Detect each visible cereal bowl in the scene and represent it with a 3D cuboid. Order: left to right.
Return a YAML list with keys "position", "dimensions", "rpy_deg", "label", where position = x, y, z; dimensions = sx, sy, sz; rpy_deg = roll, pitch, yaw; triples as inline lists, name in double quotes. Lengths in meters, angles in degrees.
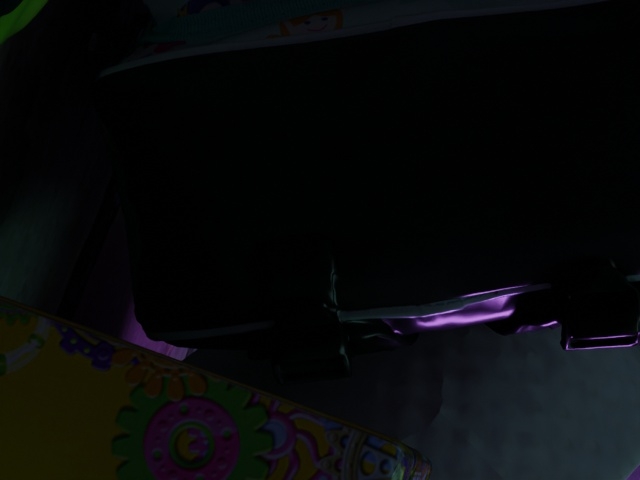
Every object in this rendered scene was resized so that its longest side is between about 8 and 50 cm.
- position: [-0.021, 0.111, 0.848]
  dimensions: [0.339, 0.141, 0.339]
  rpy_deg: [-37, 178, -1]
  label: "cereal bowl"

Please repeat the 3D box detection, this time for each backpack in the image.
- position: [0.031, -0.060, 0.708]
  dimensions: [0.253, 0.225, 0.191]
  rpy_deg: [-61, 142, -85]
  label: "backpack"

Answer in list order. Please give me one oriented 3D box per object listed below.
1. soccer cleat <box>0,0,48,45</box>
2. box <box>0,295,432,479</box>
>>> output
- position: [-0.080, -0.097, 0.433]
  dimensions: [0.179, 0.060, 0.072]
  rpy_deg: [104, 10, -57]
  label: "soccer cleat"
- position: [-0.098, 0.166, 0.535]
  dimensions: [0.279, 0.177, 0.290]
  rpy_deg: [59, 51, -81]
  label: "box"
